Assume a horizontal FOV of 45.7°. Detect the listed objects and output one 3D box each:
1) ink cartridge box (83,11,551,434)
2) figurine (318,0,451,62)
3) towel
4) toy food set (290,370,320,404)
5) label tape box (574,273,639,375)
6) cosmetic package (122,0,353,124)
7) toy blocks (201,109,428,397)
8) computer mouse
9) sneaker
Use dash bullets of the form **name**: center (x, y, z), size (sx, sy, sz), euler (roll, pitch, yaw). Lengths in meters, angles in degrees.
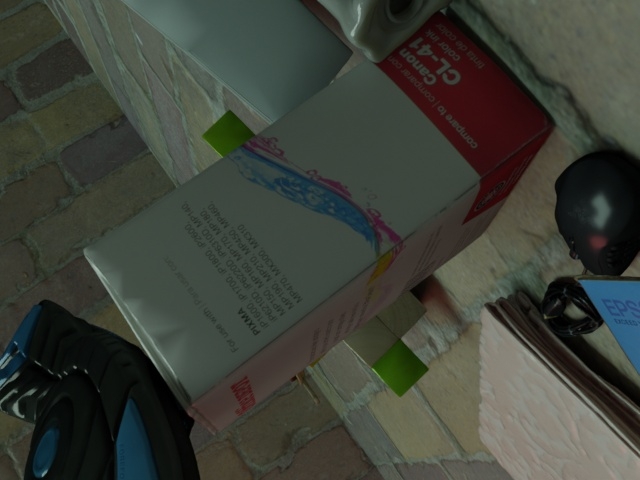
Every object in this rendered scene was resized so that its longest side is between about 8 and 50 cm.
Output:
- **ink cartridge box**: center (0.000, 0.000, 0.590), size (0.131, 0.306, 0.226), euler (52, 166, 13)
- **figurine**: center (-0.032, -0.232, 0.490), size (0.209, 0.092, 0.215), euler (47, -168, 30)
- **towel**: center (0.275, 0.235, 0.739), size (0.317, 0.053, 0.332), euler (48, 164, 34)
- **toy food set**: center (-0.067, 0.145, 1.022), size (0.132, 0.038, 0.192), euler (47, 165, 48)
- **label tape box**: center (0.288, 0.126, 0.306), size (0.334, 0.105, 0.240), euler (58, 166, -7)
- **cosmetic package**: center (-0.161, -0.264, 0.679), size (0.284, 0.097, 0.377), euler (34, -171, -34)
- **toy blocks**: center (-0.005, 0.022, 1.011), size (0.381, 0.191, 0.261), euler (45, 179, 4)
- **computer mouse**: center (0.187, 0.020, 0.559), size (0.071, 0.041, 0.242), euler (48, 165, 29)
- **sneaker**: center (-0.141, 0.134, 0.563), size (0.139, 0.125, 0.340), euler (31, 177, -30)
